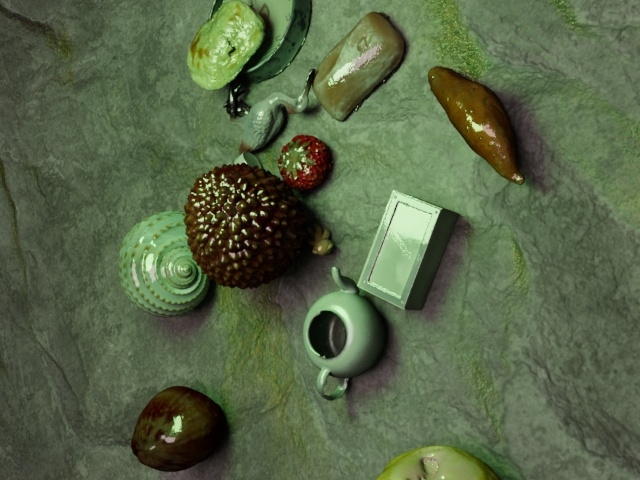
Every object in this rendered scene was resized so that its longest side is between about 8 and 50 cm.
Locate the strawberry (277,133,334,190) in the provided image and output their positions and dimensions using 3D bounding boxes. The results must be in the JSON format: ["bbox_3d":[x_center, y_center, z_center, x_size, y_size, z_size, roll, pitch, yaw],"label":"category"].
[{"bbox_3d":[-0.046,-0.190,1.627,0.145,0.086,0.145,-4,82,33],"label":"strawberry"}]

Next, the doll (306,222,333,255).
[{"bbox_3d":[-0.003,-0.005,1.592,0.061,0.051,0.093,-29,68,2],"label":"doll"}]

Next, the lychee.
[{"bbox_3d":[-0.181,-0.034,1.578,0.306,0.330,0.306,-11,55,15],"label":"lychee"}]

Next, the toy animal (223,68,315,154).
[{"bbox_3d":[-0.141,-0.318,1.700,0.324,0.090,0.195,3,98,43],"label":"toy animal"}]

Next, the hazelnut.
[{"bbox_3d":[-0.368,0.474,1.697,0.234,0.218,0.218,-34,65,30],"label":"hazelnut"}]

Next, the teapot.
[{"bbox_3d":[0.044,0.208,1.481,0.193,0.129,0.294,8,89,37],"label":"teapot"}]

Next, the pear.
[{"bbox_3d":[0.217,0.507,1.243,0.271,0.271,0.271,-5,81,35],"label":"pear"}]

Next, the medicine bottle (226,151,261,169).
[{"bbox_3d":[-0.221,-0.168,1.751,0.130,0.080,0.080,-38,64,27],"label":"medicine bottle"}]

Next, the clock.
[{"bbox_3d":[-0.171,-0.584,1.781,0.325,0.067,0.325,-5,81,36],"label":"clock"}]

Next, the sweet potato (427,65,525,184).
[{"bbox_3d":[0.319,-0.256,1.360,0.112,0.112,0.359,-40,60,25],"label":"sweet potato"}]

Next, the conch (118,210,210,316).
[{"bbox_3d":[-0.437,0.051,1.805,0.319,0.215,0.303,2,74,35],"label":"conch"}]

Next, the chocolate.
[{"bbox_3d":[0.073,-0.414,1.573,0.261,0.083,0.161,-46,59,23],"label":"chocolate"}]

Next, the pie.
[{"bbox_3d":[-0.259,-0.514,1.740,0.248,0.090,0.201,-47,57,19],"label":"pie"}]

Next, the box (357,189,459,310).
[{"bbox_3d":[0.184,0.021,1.433,0.129,0.086,0.225,25,99,35],"label":"box"}]
